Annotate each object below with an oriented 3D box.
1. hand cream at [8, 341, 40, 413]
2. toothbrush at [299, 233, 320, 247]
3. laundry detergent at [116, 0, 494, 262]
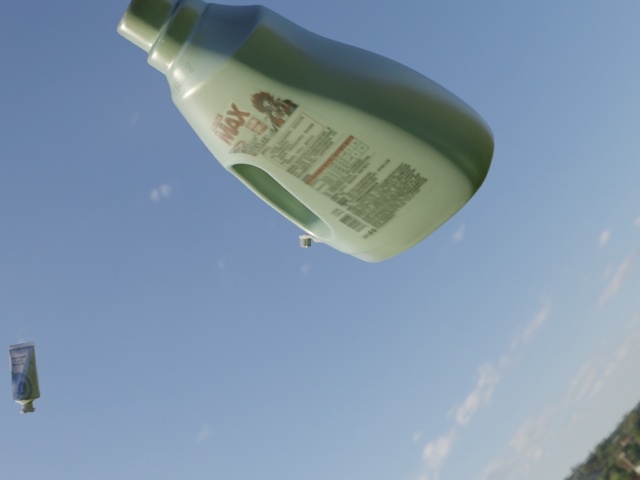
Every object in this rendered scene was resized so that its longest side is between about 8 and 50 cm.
[{"bbox_3d":[-0.602,0.280,1.689,0.084,0.142,0.053,-12,-5,33],"label":"hand cream"},{"bbox_3d":[0.000,0.000,1.672,0.025,0.029,0.307,1,-1,-15],"label":"toothbrush"},{"bbox_3d":[-0.037,-0.134,0.912,0.264,0.398,0.124,-41,25,49],"label":"laundry detergent"}]
